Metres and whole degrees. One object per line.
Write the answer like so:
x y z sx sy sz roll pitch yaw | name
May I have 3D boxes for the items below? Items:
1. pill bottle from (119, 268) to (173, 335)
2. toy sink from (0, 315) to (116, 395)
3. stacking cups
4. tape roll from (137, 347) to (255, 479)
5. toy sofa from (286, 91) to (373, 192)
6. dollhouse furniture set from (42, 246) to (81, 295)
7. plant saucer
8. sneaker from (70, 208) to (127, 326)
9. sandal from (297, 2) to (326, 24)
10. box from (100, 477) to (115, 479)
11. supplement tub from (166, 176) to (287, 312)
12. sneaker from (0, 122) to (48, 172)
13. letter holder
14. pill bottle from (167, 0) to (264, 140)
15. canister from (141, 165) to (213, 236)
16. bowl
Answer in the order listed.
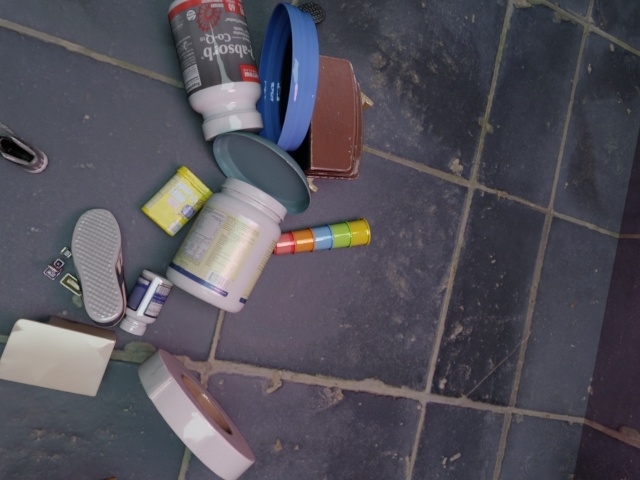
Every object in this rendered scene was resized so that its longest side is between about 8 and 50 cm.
-0.489 0.173 1.299 0.094 0.094 0.170 28 81 -19 | pill bottle
-0.679 0.291 1.212 0.234 0.131 0.153 21 84 -25 | toy sink
0.000 0.000 1.482 0.315 0.096 0.096 -11 95 -18 | stacking cups
-0.322 0.448 1.212 0.072 0.392 0.392 -41 104 -15 | tape roll
-0.015 -0.331 1.437 0.177 0.150 0.363 36 79 -19 | toy sofa
-0.666 0.089 1.237 0.114 0.081 0.091 42 77 -16 | dollhouse furniture set
-0.156 -0.192 1.306 0.317 0.317 0.044 40 64 -17 | plant saucer
-0.593 0.078 1.250 0.126 0.127 0.322 -5 66 -21 | sneaker
-0.071 -0.702 1.472 0.179 0.040 0.067 -16 91 -5 | sandal
-0.620 0.758 1.129 0.214 0.345 0.169 -1 91 -21 | box
-0.255 0.013 1.308 0.235 0.235 0.325 31 81 -18 | supplement tub
-0.801 -0.253 1.152 0.228 0.132 0.086 28 81 -19 | sneaker
0.048 -0.331 1.302 0.214 0.152 0.302 1 89 -19 | letter holder
-0.281 -0.476 1.302 0.210 0.210 0.364 -15 97 -20 | pill bottle
-0.410 -0.111 1.335 0.126 0.073 0.170 45 78 -15 | canister
-0.097 -0.432 1.276 0.077 0.391 0.392 1 91 -20 | bowl
